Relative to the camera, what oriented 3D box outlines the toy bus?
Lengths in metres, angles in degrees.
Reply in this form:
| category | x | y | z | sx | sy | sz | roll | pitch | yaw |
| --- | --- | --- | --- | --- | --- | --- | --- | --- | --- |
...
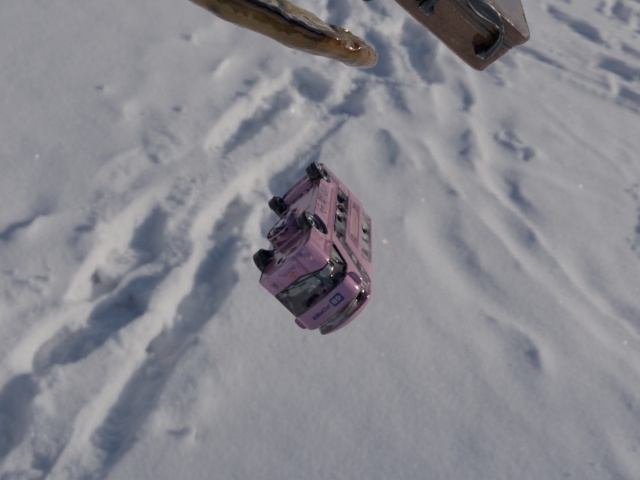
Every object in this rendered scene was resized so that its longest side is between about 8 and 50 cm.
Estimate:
| category | x | y | z | sx | sy | sz | roll | pitch | yaw |
| --- | --- | --- | --- | --- | --- | --- | --- | --- | --- |
| toy bus | 0.000 | 0.000 | 0.743 | 0.090 | 0.063 | 0.203 | 45 | 18 | -14 |

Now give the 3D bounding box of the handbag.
| category | x | y | z | sx | sy | sz | roll | pitch | yaw |
| --- | --- | --- | --- | --- | --- | --- | --- | --- | --- |
| handbag | 0.136 | -0.271 | 0.926 | 0.193 | 0.072 | 0.151 | 33 | 38 | -37 |

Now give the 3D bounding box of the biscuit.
| category | x | y | z | sx | sy | sz | roll | pitch | yaw |
| --- | --- | --- | --- | --- | --- | --- | --- | --- | --- |
| biscuit | -0.042 | -0.262 | 1.061 | 0.299 | 0.045 | 0.154 | 16 | 21 | -33 |
